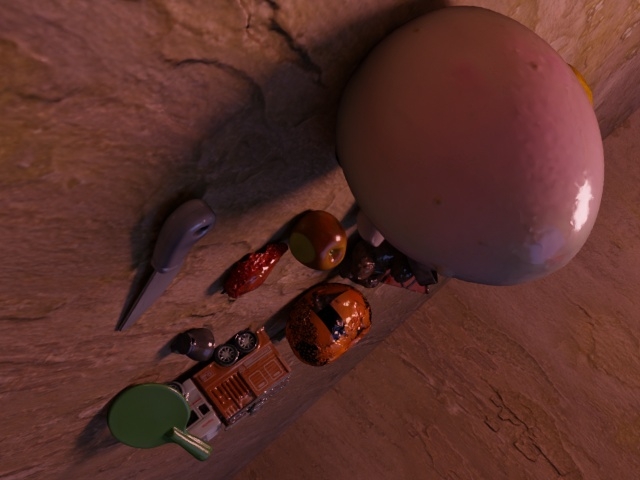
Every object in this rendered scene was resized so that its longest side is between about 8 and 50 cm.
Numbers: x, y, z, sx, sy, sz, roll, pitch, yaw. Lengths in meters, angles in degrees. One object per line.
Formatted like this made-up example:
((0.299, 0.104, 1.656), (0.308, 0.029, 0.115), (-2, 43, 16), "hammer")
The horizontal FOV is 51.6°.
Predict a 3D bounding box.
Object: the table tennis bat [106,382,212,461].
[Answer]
((-0.322, 0.385, 1.371), (0.160, 0.039, 0.257), (-41, 119, 5), "table tennis bat")

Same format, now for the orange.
((0.019, 0.213, 1.682), (0.234, 0.182, 0.234), (-48, 164, -18), "orange")

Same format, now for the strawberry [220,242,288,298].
((-0.118, 0.058, 1.226), (0.152, 0.048, 0.104), (-36, 166, -6), "strawberry")

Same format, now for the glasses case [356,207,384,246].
((0.185, -0.126, 1.364), (0.128, 0.083, 0.308), (-29, 160, -51), "glasses case")

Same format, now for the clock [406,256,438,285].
((0.227, 0.005, 1.567), (0.042, 0.214, 0.215), (-18, 168, 14), "clock")

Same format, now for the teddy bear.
((0.126, 0.054, 1.632), (0.177, 0.140, 0.190), (1, 156, -20), "teddy bear")

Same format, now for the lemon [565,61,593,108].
((0.414, -0.237, 1.331), (0.234, 0.233, 0.288), (-28, 163, -36), "lemon")

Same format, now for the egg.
((0.229, -0.097, 0.922), (0.355, 0.339, 0.354), (-17, 139, -15), "egg")

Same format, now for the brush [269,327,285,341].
((-0.119, 0.266, 1.792), (0.083, 0.021, 0.018), (-34, 165, -19), "brush")

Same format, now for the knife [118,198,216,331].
((-0.230, 0.044, 0.977), (0.080, 0.044, 0.331), (-35, 170, -43), "knife")

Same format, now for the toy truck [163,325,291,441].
((-0.220, 0.349, 1.533), (0.305, 0.162, 0.136), (-34, 162, -21), "toy truck")

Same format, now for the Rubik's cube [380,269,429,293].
((0.197, 0.046, 1.894), (0.191, 0.211, 0.178), (-12, -169, 13), "Rubik's cube")

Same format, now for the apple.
((0.000, 0.000, 1.237), (0.099, 0.102, 0.114), (-26, 150, -45), "apple")

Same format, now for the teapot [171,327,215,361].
((-0.254, 0.206, 1.296), (0.088, 0.066, 0.057), (-25, 153, 34), "teapot")
